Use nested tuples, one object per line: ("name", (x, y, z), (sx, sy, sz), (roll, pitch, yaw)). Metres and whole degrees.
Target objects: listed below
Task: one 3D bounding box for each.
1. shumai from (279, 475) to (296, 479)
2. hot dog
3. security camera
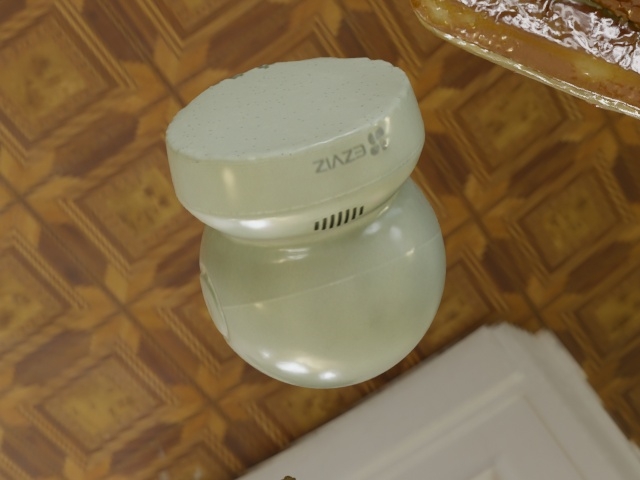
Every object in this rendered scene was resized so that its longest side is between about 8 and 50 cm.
("shumai", (-0.047, 0.397, 1.479), (0.323, 0.397, 0.324), (-32, 137, -27))
("hot dog", (0.162, -0.135, 0.875), (0.250, 0.076, 0.104), (22, 101, 12))
("security camera", (0.000, 0.000, 1.107), (0.194, 0.194, 0.236), (-20, 117, -10))
